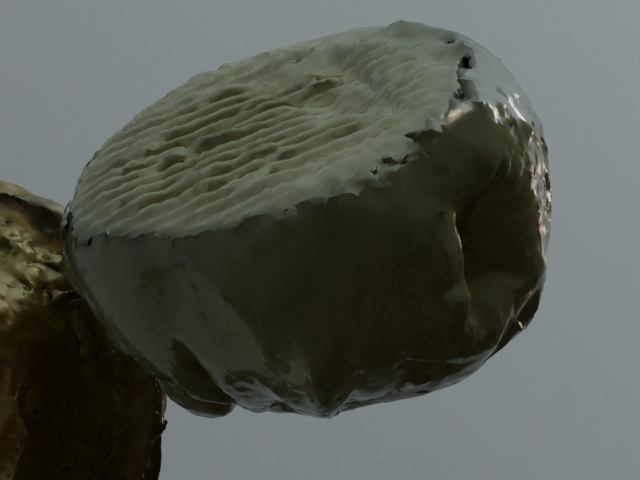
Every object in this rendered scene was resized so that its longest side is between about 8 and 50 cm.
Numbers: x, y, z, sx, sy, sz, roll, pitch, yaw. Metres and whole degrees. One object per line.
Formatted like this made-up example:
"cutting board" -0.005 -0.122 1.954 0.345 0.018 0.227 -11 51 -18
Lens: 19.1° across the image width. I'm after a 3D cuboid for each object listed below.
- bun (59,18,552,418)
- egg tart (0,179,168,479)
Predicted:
"bun" 0.000 0.000 1.312 0.359 0.359 0.211 -38 -60 -31
"egg tart" -0.275 0.121 1.402 0.129 0.341 0.341 -23 -47 -76
